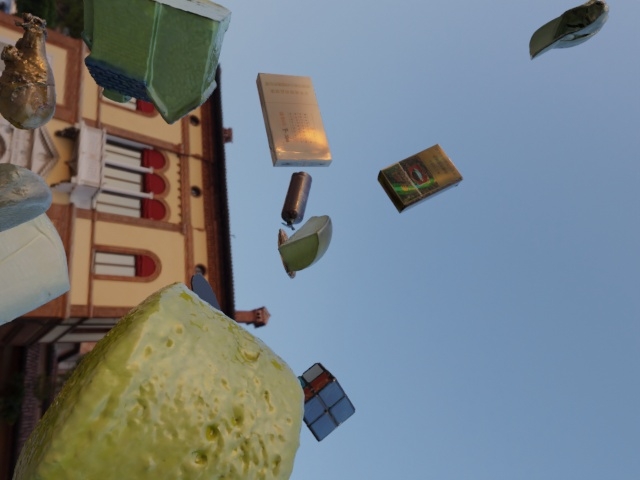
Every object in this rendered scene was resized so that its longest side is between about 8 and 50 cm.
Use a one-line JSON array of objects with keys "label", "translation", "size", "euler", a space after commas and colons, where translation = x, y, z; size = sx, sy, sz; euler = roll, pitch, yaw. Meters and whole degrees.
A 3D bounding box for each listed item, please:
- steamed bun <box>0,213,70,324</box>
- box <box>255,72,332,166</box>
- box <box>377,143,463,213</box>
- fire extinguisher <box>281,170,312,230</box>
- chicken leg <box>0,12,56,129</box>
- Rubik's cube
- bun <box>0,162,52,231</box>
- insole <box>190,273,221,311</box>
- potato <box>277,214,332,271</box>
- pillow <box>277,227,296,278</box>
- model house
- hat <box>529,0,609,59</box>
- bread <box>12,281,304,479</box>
[{"label": "steamed bun", "translation": [-0.990, 0.017, 1.263], "size": [0.289, 0.371, 0.456], "euler": [10, -57, 38]}, {"label": "box", "translation": [-0.094, -0.420, 1.510], "size": [0.051, 0.204, 0.365], "euler": [129, -47, -58]}, {"label": "box", "translation": [0.333, -0.207, 1.458], "size": [0.159, 0.240, 0.071], "euler": [60, -13, 16]}, {"label": "fire extinguisher", "translation": [-0.128, -0.190, 2.155], "size": [0.114, 0.135, 0.337], "euler": [-6, -125, 26]}, {"label": "chicken leg", "translation": [-0.530, -0.301, 0.780], "size": [0.101, 0.085, 0.208], "euler": [3, -90, 20]}, {"label": "Rubik's cube", "translation": [-0.007, 0.585, 1.598], "size": [0.167, 0.183, 0.180], "euler": [61, -17, -16]}, {"label": "bun", "translation": [-0.635, -0.089, 0.855], "size": [0.166, 0.173, 0.113], "euler": [-29, -89, 0]}, {"label": "insole", "translation": [-0.290, 0.237, 1.206], "size": [0.012, 0.110, 0.310], "euler": [-22, -85, 15]}, {"label": "potato", "translation": [0.000, 0.000, 0.943], "size": [0.120, 0.149, 0.081], "euler": [-17, -71, 40]}, {"label": "pillow", "translation": [-0.092, 0.037, 1.160], "size": [0.211, 0.034, 0.135], "euler": [133, -56, -83]}, {"label": "model house", "translation": [-0.273, -0.311, 0.714], "size": [0.195, 0.214, 0.189], "euler": [-101, -153, -58]}, {"label": "hat", "translation": [0.535, -0.445, 0.942], "size": [0.166, 0.081, 0.122], "euler": [-30, -150, 39]}, {"label": "bread", "translation": [-0.201, 0.258, 0.607], "size": [0.348, 0.307, 0.348], "euler": [-57, -173, 11]}]
